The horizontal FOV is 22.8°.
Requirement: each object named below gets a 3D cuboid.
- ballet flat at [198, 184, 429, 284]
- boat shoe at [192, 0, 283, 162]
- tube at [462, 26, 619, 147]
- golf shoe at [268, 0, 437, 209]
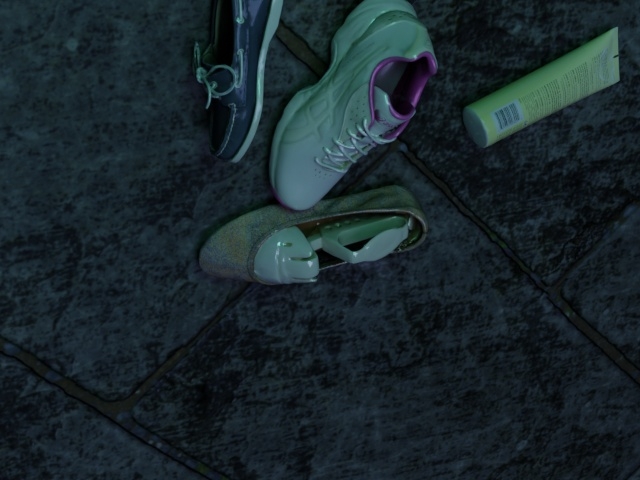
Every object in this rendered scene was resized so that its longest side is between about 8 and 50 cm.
[{"bbox_3d":[0.000,0.000,2.076,0.316,0.106,0.107,-17,129,-17],"label":"ballet flat"},{"bbox_3d":[-0.106,-0.211,1.869,0.079,0.095,0.254,-2,123,-30],"label":"boat shoe"},{"bbox_3d":[0.304,-0.201,2.135,0.240,0.062,0.070,-28,176,-15],"label":"tube"},{"bbox_3d":[0.037,-0.151,1.965,0.115,0.140,0.306,13,118,-37],"label":"golf shoe"}]
